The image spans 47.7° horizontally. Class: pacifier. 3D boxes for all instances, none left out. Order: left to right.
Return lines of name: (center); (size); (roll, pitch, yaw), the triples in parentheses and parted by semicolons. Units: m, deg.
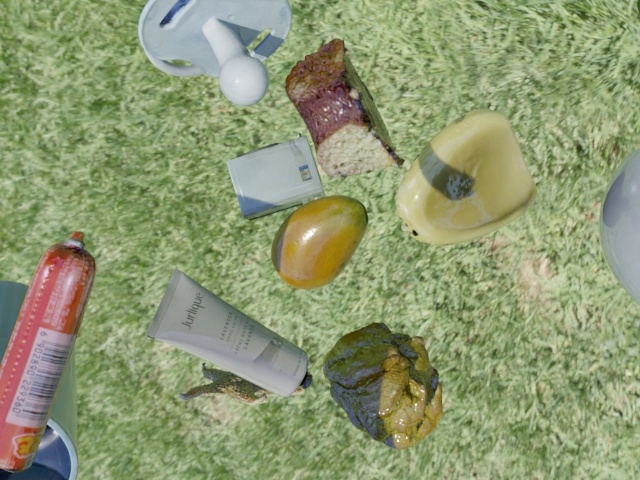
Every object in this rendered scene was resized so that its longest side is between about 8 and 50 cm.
pacifier: (-0.161, -0.311, 1.192); (0.238, 0.287, 0.226); (-39, 63, 25)

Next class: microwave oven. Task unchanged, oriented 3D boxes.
microwave oven: (-0.104, -0.148, 1.762); (0.204, 0.129, 0.163); (-16, 84, 2)

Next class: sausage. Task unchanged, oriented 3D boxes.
sausage: (-0.322, 0.119, 0.834); (0.074, 0.074, 0.274); (15, 84, 20)

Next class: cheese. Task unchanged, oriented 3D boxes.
cheese: (0.295, -0.117, 1.526); (0.315, 0.128, 0.260); (-28, 100, -10)

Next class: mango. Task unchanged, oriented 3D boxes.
mango: (-0.006, 0.000, 1.375); (0.151, 0.120, 0.221); (18, 125, -23)

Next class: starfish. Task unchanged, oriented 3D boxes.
starfish: (-0.155, 0.311, 1.564); (0.231, 0.295, 0.048); (11, 99, 27)

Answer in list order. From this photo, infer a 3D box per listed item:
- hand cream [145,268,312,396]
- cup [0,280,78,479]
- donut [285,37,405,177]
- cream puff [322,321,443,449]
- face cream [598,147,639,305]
hand cream: (-0.087, 0.107, 0.760); (0.186, 0.087, 0.054); (32, 137, -19)
cup: (-0.479, 0.255, 1.121); (0.257, 0.311, 0.331); (-46, 122, 12)
donut: (0.035, -0.197, 1.142); (0.126, 0.144, 0.187); (-23, 129, 14)
cream puff: (0.114, 0.261, 1.317); (0.244, 0.196, 0.244); (49, 161, 23)
face cream: (0.540, 0.000, 1.020); (0.219, 0.357, 0.313); (-26, 90, 1)
